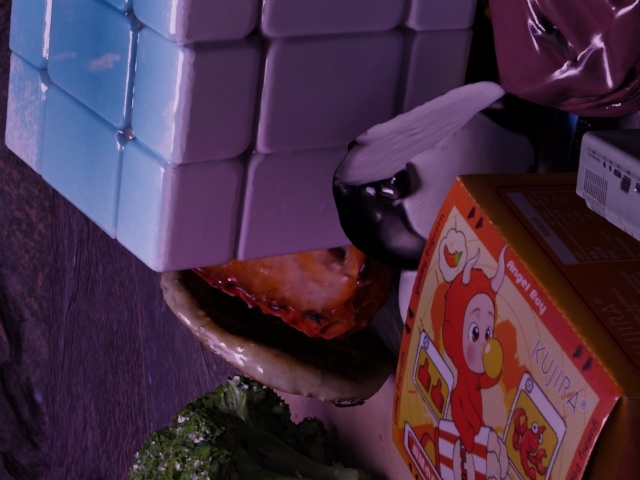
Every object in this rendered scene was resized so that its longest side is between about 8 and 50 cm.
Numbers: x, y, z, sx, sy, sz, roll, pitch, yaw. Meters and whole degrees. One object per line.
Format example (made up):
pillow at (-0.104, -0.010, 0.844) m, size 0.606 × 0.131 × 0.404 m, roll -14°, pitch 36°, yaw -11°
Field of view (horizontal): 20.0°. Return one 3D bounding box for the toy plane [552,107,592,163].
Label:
toy plane at (0.220, -0.140, 1.442) m, size 0.246 × 0.078 × 0.169 m, roll -154°, pitch 64°, yaw -73°

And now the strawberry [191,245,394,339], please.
strawberry at (0.007, -0.015, 1.895) m, size 0.280 × 0.253 × 0.150 m, roll 27°, pitch 162°, yaw 40°

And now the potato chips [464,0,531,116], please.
potato chips at (0.157, -0.142, 1.643) m, size 0.202 × 0.049 × 0.150 m, roll -106°, pitch 17°, yaw -63°

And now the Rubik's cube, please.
Rubik's cube at (-0.078, -0.186, 1.666) m, size 0.322 × 0.319 × 0.316 m, roll 37°, pitch 127°, yaw 47°

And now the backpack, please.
backpack at (0.217, -0.241, 1.270) m, size 0.283 × 0.197 × 0.317 m, roll 143°, pitch 135°, yaw -61°

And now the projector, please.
projector at (0.265, -0.035, 1.243) m, size 0.115 × 0.147 × 0.061 m, roll -135°, pitch 47°, yaw -61°

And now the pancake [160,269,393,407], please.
pancake at (-0.047, 0.094, 1.942) m, size 0.049 × 0.282 × 0.282 m, roll -66°, pitch 28°, yaw 16°

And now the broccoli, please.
broccoli at (-0.082, 0.327, 2.006) m, size 0.321 × 0.310 × 0.413 m, roll 41°, pitch 164°, yaw 52°

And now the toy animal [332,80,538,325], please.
toy animal at (0.131, 0.000, 1.508) m, size 0.235 × 0.187 × 0.165 m, roll 57°, pitch 163°, yaw -11°

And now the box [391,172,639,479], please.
box at (0.206, 0.127, 1.326) m, size 0.283 × 0.214 × 0.259 m, roll -121°, pitch 37°, yaw -53°
